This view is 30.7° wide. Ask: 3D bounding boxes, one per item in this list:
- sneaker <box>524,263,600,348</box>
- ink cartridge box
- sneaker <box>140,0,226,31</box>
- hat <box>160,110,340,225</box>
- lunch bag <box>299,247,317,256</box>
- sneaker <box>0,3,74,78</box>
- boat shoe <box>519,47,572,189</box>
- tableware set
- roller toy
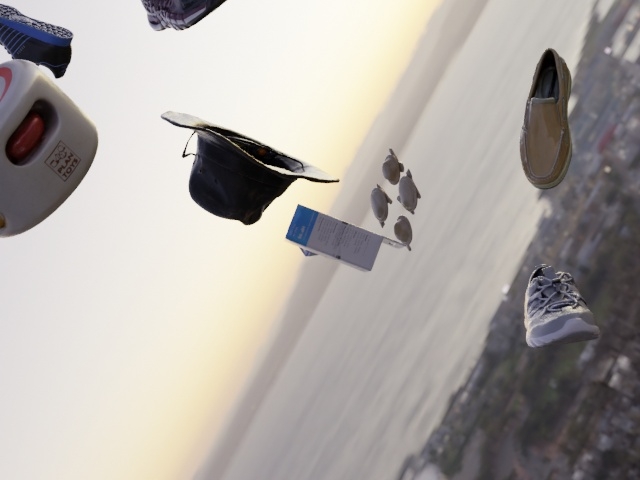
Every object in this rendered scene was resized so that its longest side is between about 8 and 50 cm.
[{"bbox_3d":[0.364,0.100,1.841,0.281,0.105,0.115,-118,20,-85],"label":"sneaker"},{"bbox_3d":[0.036,0.004,1.827,0.104,0.180,0.060,132,159,-86],"label":"ink cartridge box"},{"bbox_3d":[-0.249,-0.428,1.874,0.106,0.162,0.281,-43,23,-22],"label":"sneaker"},{"bbox_3d":[-0.137,-0.102,1.902,0.331,0.331,0.134,-68,1,-84],"label":"hat"},{"bbox_3d":[0.000,0.000,2.156,0.083,0.071,0.053,-124,33,-58],"label":"lunch bag"},{"bbox_3d":[-0.567,-0.375,2.167,0.081,0.232,0.090,-37,-33,-60],"label":"sneaker"},{"bbox_3d":[0.288,-0.161,1.505,0.072,0.068,0.190,55,-144,-59],"label":"boat shoe"},{"bbox_3d":[0.133,-0.073,2.059,0.168,0.020,0.141,102,148,-42],"label":"tableware set"},{"bbox_3d":[-0.370,-0.104,1.397,0.191,0.146,0.209,-34,34,14],"label":"roller toy"}]
